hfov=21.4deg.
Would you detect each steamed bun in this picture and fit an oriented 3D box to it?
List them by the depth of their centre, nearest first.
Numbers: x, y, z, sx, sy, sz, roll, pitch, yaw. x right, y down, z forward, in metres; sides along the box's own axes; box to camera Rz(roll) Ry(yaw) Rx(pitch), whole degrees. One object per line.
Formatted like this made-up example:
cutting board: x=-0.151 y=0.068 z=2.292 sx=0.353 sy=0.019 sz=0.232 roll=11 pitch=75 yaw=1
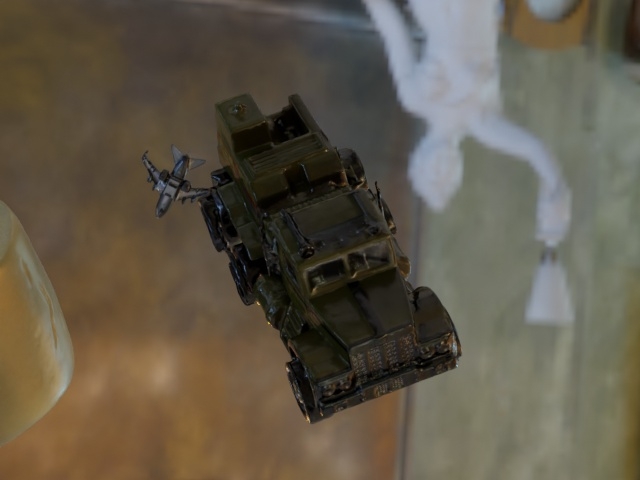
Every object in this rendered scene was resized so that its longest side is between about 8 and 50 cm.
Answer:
steamed bun: x=-0.327 y=0.079 z=1.310 sx=0.250 sy=0.200 sz=0.155 roll=-17 pitch=-141 yaw=-3

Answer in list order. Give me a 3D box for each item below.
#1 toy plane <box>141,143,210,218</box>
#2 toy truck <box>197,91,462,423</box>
toy plane: x=-0.146 y=-0.054 z=1.675 sx=0.078 sy=0.083 sz=0.031 roll=27 pitch=-155 yaw=-3
toy truck: x=0.001 y=0.004 z=1.215 sx=0.127 sy=0.257 sz=0.127 roll=-19 pitch=139 yaw=-10
